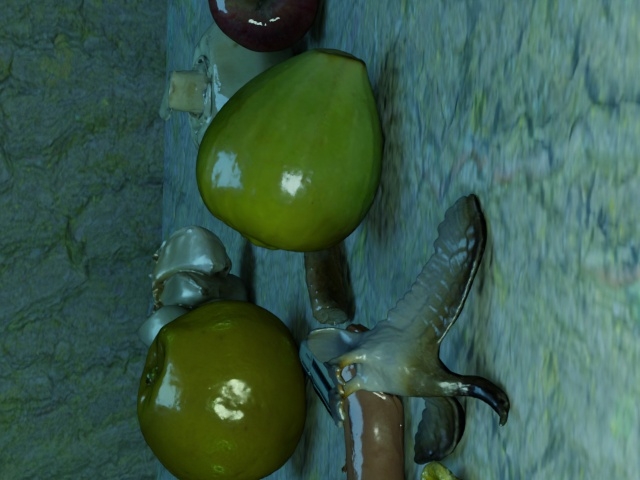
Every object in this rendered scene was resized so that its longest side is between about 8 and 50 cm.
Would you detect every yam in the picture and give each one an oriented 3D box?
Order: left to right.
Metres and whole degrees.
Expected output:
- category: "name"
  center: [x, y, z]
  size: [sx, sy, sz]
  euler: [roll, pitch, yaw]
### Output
- category: "yam"
  center: [0.000, 0.000, 1.604]
  size: [0.056, 0.057, 0.241]
  euler: [107, 159, -50]

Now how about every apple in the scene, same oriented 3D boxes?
- category: "apple"
  center: [-0.076, -0.333, 1.725]
  size: [0.120, 0.154, 0.153]
  euler: [124, 146, -88]

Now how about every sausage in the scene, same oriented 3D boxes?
- category: "sausage"
  center: [0.057, 0.233, 1.318]
  size: [0.078, 0.078, 0.304]
  euler: [121, 145, -64]

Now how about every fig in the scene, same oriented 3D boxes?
- category: "fig"
  center: [-0.024, -0.099, 1.419]
  size: [0.230, 0.207, 0.207]
  euler: [-62, 8, -13]

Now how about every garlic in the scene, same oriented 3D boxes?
- category: "garlic"
  center: [-0.203, 0.127, 2.214]
  size: [0.203, 0.185, 0.281]
  euler: [-12, 55, 50]

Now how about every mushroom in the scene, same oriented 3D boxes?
- category: "mushroom"
  center: [-0.135, -0.215, 1.863]
  size: [0.246, 0.202, 0.246]
  euler: [178, 90, -66]

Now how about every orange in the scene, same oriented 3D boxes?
- category: "orange"
  center: [-0.144, 0.219, 1.810]
  size: [0.279, 0.235, 0.279]
  euler: [-176, 90, -70]

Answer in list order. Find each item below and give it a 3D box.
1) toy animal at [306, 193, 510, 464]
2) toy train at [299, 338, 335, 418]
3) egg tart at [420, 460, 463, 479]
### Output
- category: "toy animal"
  center: [0.082, 0.124, 1.104]
  size: [0.197, 0.160, 0.272]
  euler: [-119, 25, -60]
- category: "toy train"
  center: [0.014, 0.152, 1.532]
  size: [0.252, 0.055, 0.048]
  euler: [-131, 43, -69]
- category: "egg tart"
  center: [0.116, 0.250, 1.137]
  size: [0.105, 0.039, 0.105]
  euler: [180, 90, -77]
